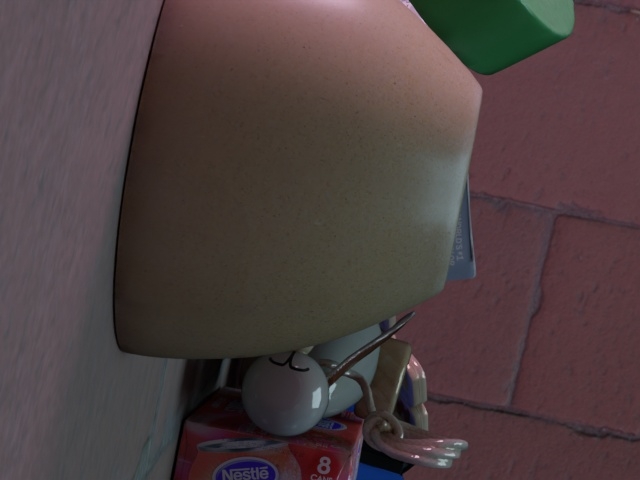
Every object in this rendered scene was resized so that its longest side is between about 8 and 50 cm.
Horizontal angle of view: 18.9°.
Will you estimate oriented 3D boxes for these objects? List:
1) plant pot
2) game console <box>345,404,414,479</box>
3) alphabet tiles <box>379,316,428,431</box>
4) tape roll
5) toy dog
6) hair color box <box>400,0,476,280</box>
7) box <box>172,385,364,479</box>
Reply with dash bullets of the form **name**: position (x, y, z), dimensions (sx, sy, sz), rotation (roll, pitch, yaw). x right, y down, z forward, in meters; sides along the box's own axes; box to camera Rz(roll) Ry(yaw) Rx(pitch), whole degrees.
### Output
- **plant pot**: position (-0.003, -0.050, 1.205), dimensions (0.284, 0.191, 0.284), rotation (11, 90, -86)
- **game console**: position (-0.015, 0.235, 2.061), dimensions (0.173, 0.250, 0.293), rotation (-41, 159, 6)
- **alphabet tiles**: position (0.038, 0.102, 2.218), dimensions (0.284, 0.021, 0.278), rotation (51, -21, 35)
- **tape roll**: position (0.103, -0.295, 1.580), dimensions (0.321, 0.077, 0.321), rotation (51, 23, -33)
- **toy dog**: position (0.007, 0.083, 1.710), dimensions (0.333, 0.220, 0.161), rotation (-160, -98, -76)
- **hair color box**: position (0.060, -0.157, 1.681), dimensions (0.185, 0.113, 0.374), rotation (82, 2, -45)
- **box**: position (-0.045, 0.228, 1.746), dimensions (0.300, 0.154, 0.142), rotation (-14, 115, -86)
